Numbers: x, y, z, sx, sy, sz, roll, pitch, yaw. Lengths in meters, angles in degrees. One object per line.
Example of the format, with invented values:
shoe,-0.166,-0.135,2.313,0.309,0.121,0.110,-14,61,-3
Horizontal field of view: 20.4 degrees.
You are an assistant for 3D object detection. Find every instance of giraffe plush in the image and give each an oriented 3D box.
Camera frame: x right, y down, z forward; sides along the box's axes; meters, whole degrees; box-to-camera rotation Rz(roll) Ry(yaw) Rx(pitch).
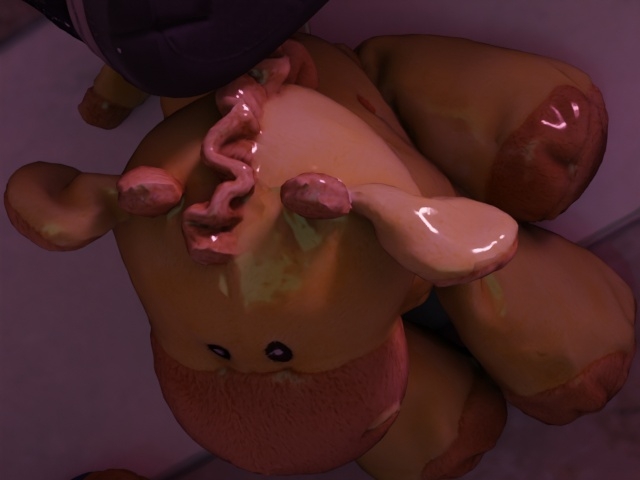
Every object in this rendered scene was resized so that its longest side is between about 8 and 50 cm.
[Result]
giraffe plush,0.000,0.000,0.541,0.181,0.170,0.210,-25,100,14

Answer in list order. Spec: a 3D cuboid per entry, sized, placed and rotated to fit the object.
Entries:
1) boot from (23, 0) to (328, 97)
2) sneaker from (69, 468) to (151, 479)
boot,-0.031,-0.149,0.537,0.179,0.236,0.085,24,148,39
sneaker,-0.158,0.202,0.653,0.296,0.112,0.131,-25,105,17
